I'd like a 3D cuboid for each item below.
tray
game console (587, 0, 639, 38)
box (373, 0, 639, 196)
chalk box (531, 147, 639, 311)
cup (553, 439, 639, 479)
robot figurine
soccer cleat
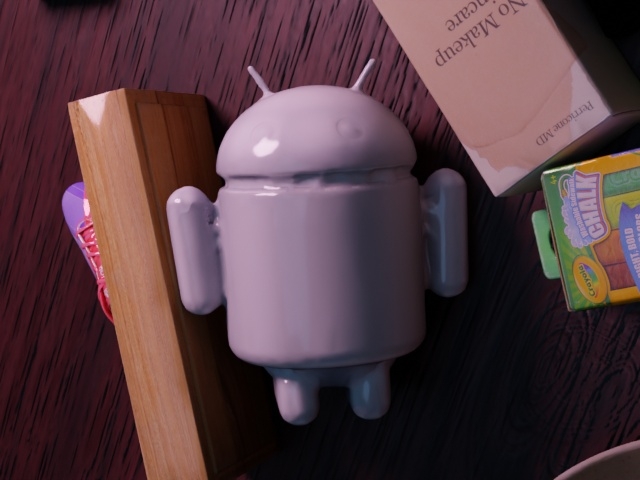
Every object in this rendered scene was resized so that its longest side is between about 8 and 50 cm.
[{"bbox_3d":[-0.147,0.049,1.495,0.076,0.203,0.411,-11,90,19],"label":"tray"},{"bbox_3d":[0.221,-0.367,1.234,0.044,0.213,0.361,-22,80,-11],"label":"game console"},{"bbox_3d":[0.161,-0.208,1.324,0.148,0.121,0.311,-39,76,30],"label":"box"},{"bbox_3d":[0.285,-0.015,1.265,0.213,0.132,0.132,-14,88,32],"label":"chalk box"},{"bbox_3d":[0.338,0.356,1.205,0.331,0.331,0.237,3,123,31],"label":"cup"},{"bbox_3d":[0.000,0.000,1.402,0.300,0.200,0.353,-4,96,-9],"label":"robot figurine"},{"bbox_3d":[-0.230,0.032,1.613,0.083,0.095,0.248,-43,74,28],"label":"soccer cleat"}]
